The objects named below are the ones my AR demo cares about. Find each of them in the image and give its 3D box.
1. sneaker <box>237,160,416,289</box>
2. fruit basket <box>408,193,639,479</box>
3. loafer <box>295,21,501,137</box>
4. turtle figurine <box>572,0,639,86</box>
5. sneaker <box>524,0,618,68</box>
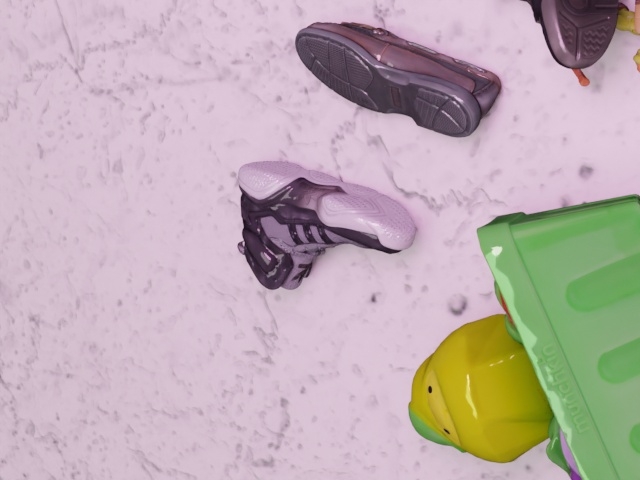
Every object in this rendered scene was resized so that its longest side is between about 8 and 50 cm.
[{"bbox_3d":[0.000,0.000,1.543,0.268,0.101,0.153,22,114,32],"label":"sneaker"},{"bbox_3d":[0.246,0.151,1.347,0.392,0.283,0.392,1,96,15],"label":"fruit basket"},{"bbox_3d":[0.094,-0.206,1.456,0.267,0.084,0.096,29,147,27],"label":"loafer"},{"bbox_3d":[0.367,-0.258,1.244,0.269,0.087,0.217,25,112,60],"label":"turtle figurine"},{"bbox_3d":[0.248,-0.267,1.294,0.130,0.087,0.227,128,139,-59],"label":"sneaker"}]
